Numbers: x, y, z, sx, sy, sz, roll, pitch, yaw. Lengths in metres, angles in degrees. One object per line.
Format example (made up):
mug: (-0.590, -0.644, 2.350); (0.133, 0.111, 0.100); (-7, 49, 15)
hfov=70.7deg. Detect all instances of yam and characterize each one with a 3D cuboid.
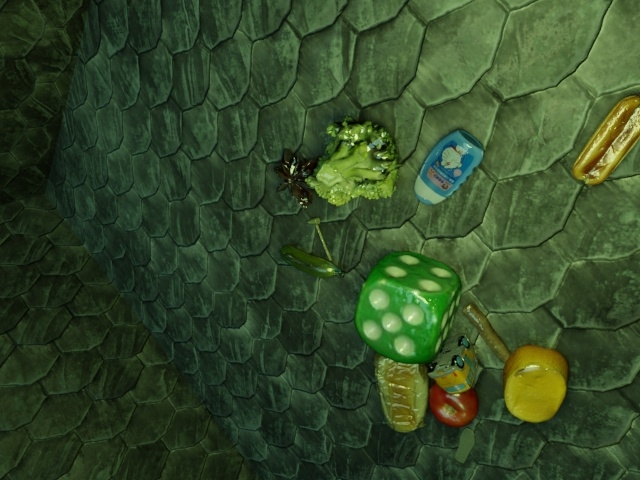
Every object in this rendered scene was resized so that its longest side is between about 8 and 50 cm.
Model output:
yam: (0.585, 0.322, 1.579); (0.056, 0.056, 0.241); (-39, 87, 40)

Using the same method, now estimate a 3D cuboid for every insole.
insole: (0.587, 0.833, 1.829); (0.063, 0.010, 0.192); (22, 122, 28)

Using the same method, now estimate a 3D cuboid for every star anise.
star anise: (-0.091, -0.241, 1.774); (0.282, 0.129, 0.213); (22, 116, 36)

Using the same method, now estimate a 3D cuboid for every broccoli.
broccoli: (0.084, -0.261, 1.525); (0.347, 0.281, 0.294); (-11, 106, 29)

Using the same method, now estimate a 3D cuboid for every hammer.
hammer: (0.000, 0.000, 1.874); (0.060, 0.028, 0.195); (-11, 104, 44)

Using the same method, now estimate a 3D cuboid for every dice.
dice: (0.311, 0.228, 1.576); (0.299, 0.297, 0.288); (24, 119, 26)

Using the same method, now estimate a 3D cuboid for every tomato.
tomato: (0.504, 0.606, 1.706); (0.195, 0.136, 0.195); (13, 114, 30)

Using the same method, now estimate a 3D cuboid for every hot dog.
hot dog: (0.761, -0.260, 1.180); (0.100, 0.068, 0.250); (28, 127, 8)

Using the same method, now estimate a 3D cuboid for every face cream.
face cream: (0.398, -0.223, 1.449); (0.149, 0.083, 0.264); (46, 130, 15)

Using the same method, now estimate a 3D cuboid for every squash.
squash: (-0.038, 0.099, 1.908); (0.331, 0.087, 0.087); (19, 120, 27)

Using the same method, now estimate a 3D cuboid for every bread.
bread: (0.323, 0.569, 1.813); (0.235, 0.183, 0.390); (5, 107, 18)
bread: (0.708, 0.471, 1.493); (0.195, 0.143, 0.270); (14, 120, 18)

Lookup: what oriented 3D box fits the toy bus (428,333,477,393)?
toy bus: (0.485, 0.443, 1.609); (0.126, 0.209, 0.136); (-35, 98, 40)
